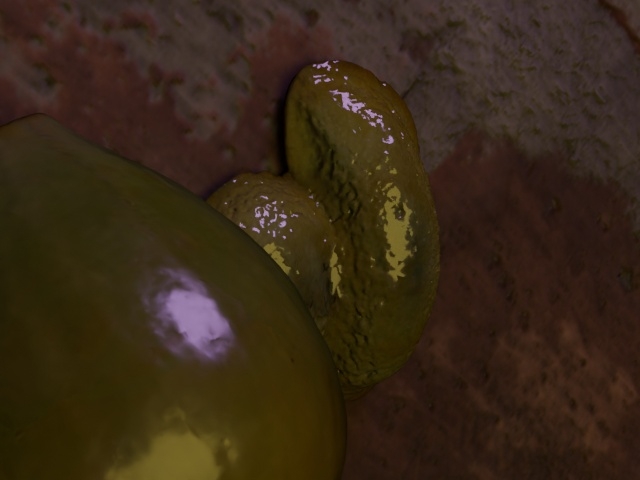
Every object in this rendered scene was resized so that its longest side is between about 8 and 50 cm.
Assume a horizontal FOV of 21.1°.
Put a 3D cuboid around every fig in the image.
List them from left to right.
[{"bbox_3d":[-0.102,0.070,0.753,0.207,0.230,0.207,-27,148,-19],"label":"fig"}]

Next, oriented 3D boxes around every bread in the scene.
[{"bbox_3d":[0.000,0.000,0.892,0.149,0.065,0.187,4,97,-31],"label":"bread"}]
